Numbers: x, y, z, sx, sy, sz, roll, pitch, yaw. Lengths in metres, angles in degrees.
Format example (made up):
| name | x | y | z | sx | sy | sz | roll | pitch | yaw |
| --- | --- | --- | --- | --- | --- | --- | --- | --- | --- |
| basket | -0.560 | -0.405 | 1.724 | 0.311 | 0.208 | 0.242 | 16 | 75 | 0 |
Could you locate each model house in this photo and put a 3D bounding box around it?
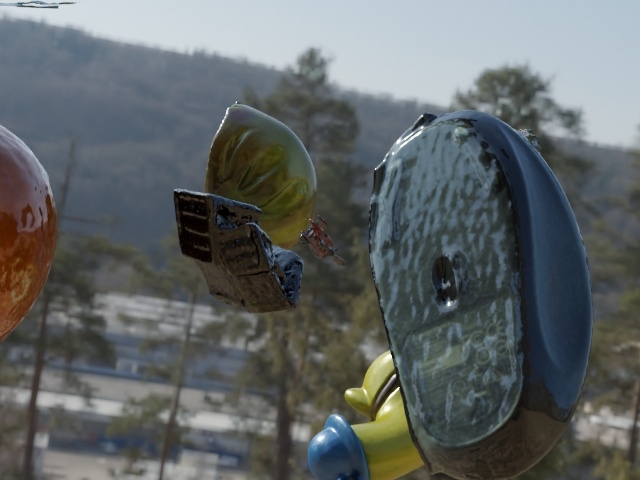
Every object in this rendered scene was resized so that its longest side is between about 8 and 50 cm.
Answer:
| name | x | y | z | sx | sy | sz | roll | pitch | yaw |
| --- | --- | --- | --- | --- | --- | --- | --- | --- | --- |
| model house | -0.094 | -0.002 | 1.481 | 0.165 | 0.106 | 0.152 | 11 | -41 | 47 |

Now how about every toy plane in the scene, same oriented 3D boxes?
| name | x | y | z | sx | sy | sz | roll | pitch | yaw |
| --- | --- | --- | --- | --- | --- | --- | --- | --- | --- |
| toy plane | 0.000 | 0.000 | 1.866 | 0.060 | 0.037 | 0.145 | 44 | -9 | 21 |

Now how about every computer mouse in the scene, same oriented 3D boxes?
| name | x | y | z | sx | sy | sz | roll | pitch | yaw |
| --- | --- | --- | --- | --- | --- | --- | --- | --- | --- |
| computer mouse | 0.148 | 0.051 | 1.208 | 0.203 | 0.374 | 0.114 | -25 | -34 | 32 |

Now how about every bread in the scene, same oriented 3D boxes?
| name | x | y | z | sx | sy | sz | roll | pitch | yaw |
| --- | --- | --- | --- | --- | --- | --- | --- | --- | --- |
| bread | -0.092 | -0.098 | 2.099 | 0.156 | 0.261 | 0.158 | -27 | 14 | 27 |

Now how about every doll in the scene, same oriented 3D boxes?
| name | x | y | z | sx | sy | sz | roll | pitch | yaw |
| --- | --- | --- | --- | --- | --- | --- | --- | --- | --- |
| doll | 0.115 | 0.230 | 1.692 | 0.199 | 0.145 | 0.363 | 9 | 27 | 27 |

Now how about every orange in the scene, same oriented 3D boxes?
| name | x | y | z | sx | sy | sz | roll | pitch | yaw |
| --- | --- | --- | --- | --- | --- | --- | --- | --- | --- |
| orange | -0.538 | -0.004 | 1.566 | 0.423 | 0.326 | 0.424 | 4 | 15 | -1 |

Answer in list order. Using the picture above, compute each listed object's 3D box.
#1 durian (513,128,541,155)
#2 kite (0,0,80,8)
| name | x | y | z | sx | sy | sz | roll | pitch | yaw |
| --- | --- | --- | --- | --- | --- | --- | --- | --- | --- |
| durian | 0.283 | -0.104 | 1.849 | 0.119 | 0.108 | 0.186 | 45 | -1 | -14 |
| kite | -0.479 | -0.370 | 1.997 | 0.229 | 0.012 | 0.250 | 14 | 16 | 38 |
